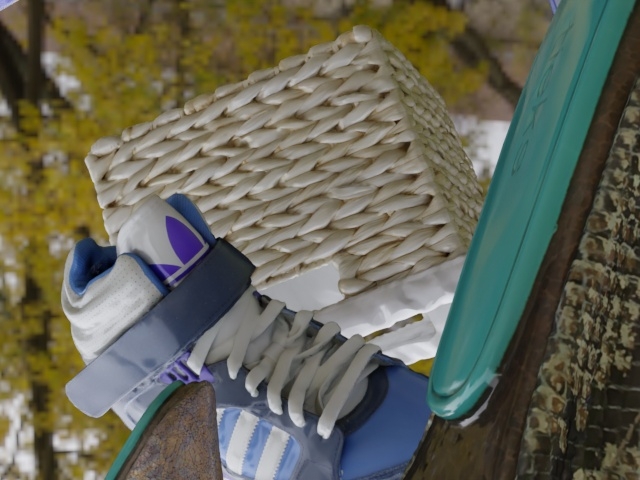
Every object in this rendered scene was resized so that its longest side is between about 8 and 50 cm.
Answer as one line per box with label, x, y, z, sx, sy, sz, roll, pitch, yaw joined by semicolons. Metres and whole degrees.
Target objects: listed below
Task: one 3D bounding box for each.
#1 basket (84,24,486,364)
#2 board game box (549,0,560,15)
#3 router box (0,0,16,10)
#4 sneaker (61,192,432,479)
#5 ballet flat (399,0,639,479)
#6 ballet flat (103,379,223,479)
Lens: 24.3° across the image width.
basket;0.000;0.000;1.437;0.328;0.266;0.331;-22;166;14
board game box;0.210;-0.012;0.810;0.066;0.319;0.318;-19;177;16
router box;0.005;-0.265;0.694;0.335;0.082;0.301;-21;-158;38
sneaker;-0.052;0.075;1.058;0.322;0.236;0.130;1;-141;41
ballet flat;0.082;0.105;0.533;0.182;0.483;0.164;32;170;-5
ballet flat;-0.111;0.224;0.892;0.106;0.316;0.107;34;-155;8
